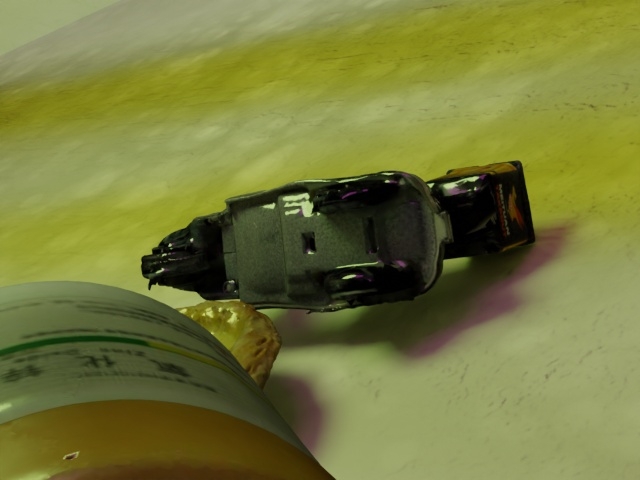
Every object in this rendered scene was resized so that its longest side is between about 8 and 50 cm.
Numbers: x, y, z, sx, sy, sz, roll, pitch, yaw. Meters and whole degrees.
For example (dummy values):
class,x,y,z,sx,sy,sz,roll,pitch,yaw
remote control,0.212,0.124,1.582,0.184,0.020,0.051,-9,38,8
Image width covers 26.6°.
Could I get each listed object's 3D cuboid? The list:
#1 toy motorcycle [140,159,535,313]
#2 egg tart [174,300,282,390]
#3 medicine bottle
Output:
class,x,y,z,sx,sy,sz,roll,pitch,yaw
toy motorcycle,0.000,0.000,0.955,0.263,0.091,0.157,-7,5,35
egg tart,-0.101,0.108,0.876,0.191,0.074,0.191,-22,22,9
medicine bottle,-0.099,0.156,0.558,0.238,0.238,0.232,-30,23,-9
